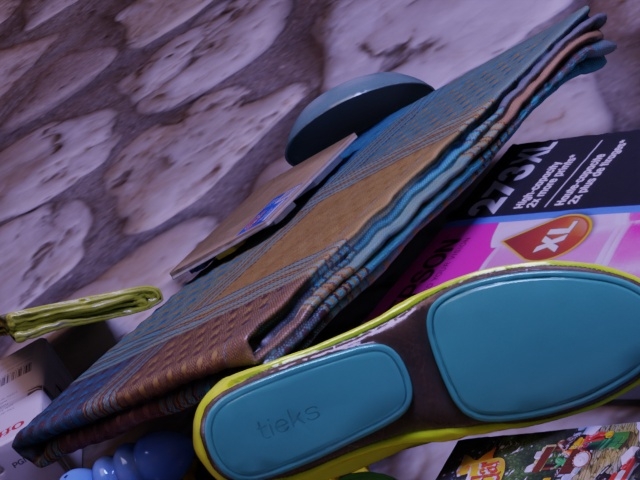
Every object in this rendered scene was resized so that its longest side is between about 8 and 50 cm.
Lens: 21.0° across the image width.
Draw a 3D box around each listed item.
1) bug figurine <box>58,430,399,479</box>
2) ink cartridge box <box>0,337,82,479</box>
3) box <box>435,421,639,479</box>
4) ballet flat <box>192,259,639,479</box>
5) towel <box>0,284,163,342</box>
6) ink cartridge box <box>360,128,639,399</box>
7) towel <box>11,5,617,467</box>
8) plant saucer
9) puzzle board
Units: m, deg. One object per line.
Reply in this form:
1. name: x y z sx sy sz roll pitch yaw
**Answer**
1. bug figurine: -0.060 0.150 0.894 0.216 0.072 0.279 -29 22 5
2. ink cartridge box: -0.210 0.134 1.131 0.099 0.056 0.135 -29 22 5
3. box: 0.084 0.169 0.712 0.159 0.044 0.233 -11 30 39
4. ballet flat: 0.051 0.064 0.826 0.231 0.077 0.077 -17 -7 1
5. towel: -0.182 0.054 1.198 0.102 0.021 0.237 -11 -1 -18
6. ink cartridge box: 0.151 0.010 0.938 0.371 0.069 0.176 -8 32 48
7. towel: 0.000 0.000 1.056 0.271 0.040 0.370 -26 13 50
8. plant saucer: 0.026 -0.090 1.248 0.119 0.021 0.119 -21 -18 -7
9. puzzle board: -0.035 -0.022 1.141 0.096 0.011 0.128 -27 13 39
